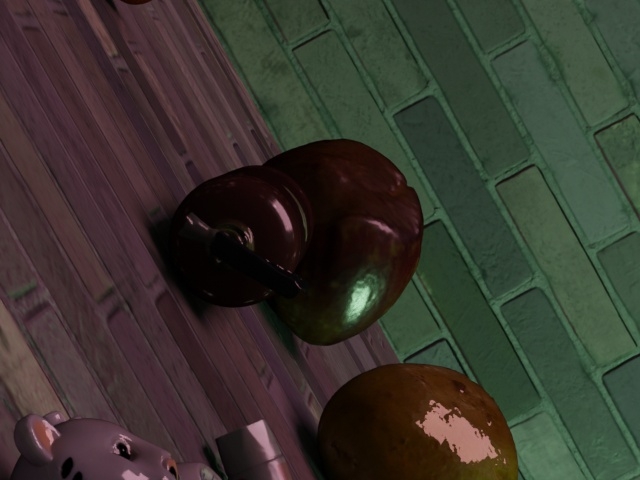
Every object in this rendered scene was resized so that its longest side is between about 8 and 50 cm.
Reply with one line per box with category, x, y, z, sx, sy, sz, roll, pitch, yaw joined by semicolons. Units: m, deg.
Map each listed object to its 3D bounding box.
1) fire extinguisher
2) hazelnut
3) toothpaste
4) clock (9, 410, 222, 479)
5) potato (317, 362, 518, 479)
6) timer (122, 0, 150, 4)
fire extinguisher;-0.062;-0.001;1.651;0.135;0.114;0.337;27;5;1
hazelnut;0.000;0.000;2.067;0.218;0.218;0.234;59;24;-25
toothpaste;-0.020;0.221;1.301;0.067;0.043;0.194;45;22;-84
clock;-0.083;0.133;0.848;0.117;0.080;0.176;61;6;15
potato;0.074;0.198;1.777;0.158;0.178;0.203;27;44;-52
timer;-0.242;-0.417;2.083;0.257;0.161;0.250;63;14;21
